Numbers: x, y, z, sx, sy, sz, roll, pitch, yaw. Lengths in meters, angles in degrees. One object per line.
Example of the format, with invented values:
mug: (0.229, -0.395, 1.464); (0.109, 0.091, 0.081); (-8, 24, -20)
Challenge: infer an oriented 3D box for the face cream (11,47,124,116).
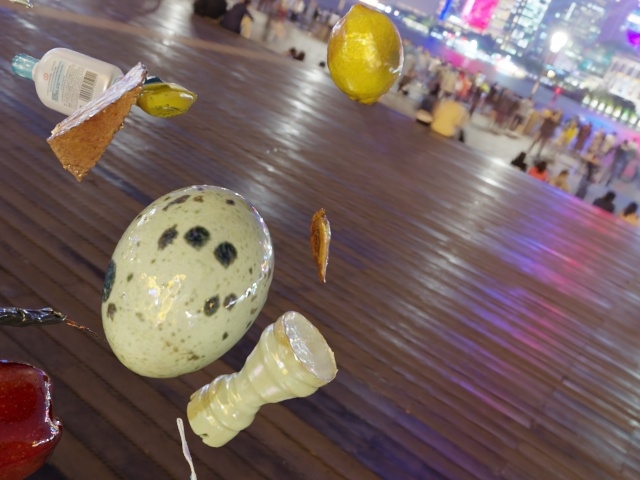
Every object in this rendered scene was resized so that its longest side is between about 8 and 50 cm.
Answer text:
face cream: (-0.656, -0.408, 1.832); (0.336, 0.163, 0.080); (22, 13, 22)

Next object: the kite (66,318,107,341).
kite: (-0.618, 0.221, 1.815); (0.190, 0.010, 0.159); (36, -20, -28)

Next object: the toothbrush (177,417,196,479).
toothbrush: (-0.252, 0.394, 1.338); (0.011, 0.013, 0.131); (14, 43, -43)

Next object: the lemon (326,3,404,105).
lemon: (0.117, -0.486, 1.867); (0.204, 0.260, 0.204); (-5, 18, 2)

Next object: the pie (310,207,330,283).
pie: (-0.001, 0.001, 1.729); (0.033, 0.191, 0.088); (-10, 24, -25)

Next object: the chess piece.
chess piece: (-0.187, 0.423, 2.084); (0.234, 0.442, 0.234); (44, 20, -21)

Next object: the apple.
apple: (-0.672, 0.356, 1.365); (0.316, 0.288, 0.288); (-6, 33, -36)

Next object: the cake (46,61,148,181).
cake: (-0.475, -0.270, 1.530); (0.112, 0.295, 0.116); (36, 23, -33)

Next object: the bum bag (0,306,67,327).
bum bag: (-0.619, 0.151, 1.452); (0.087, 0.049, 0.197); (-10, -15, 35)

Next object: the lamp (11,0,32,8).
lamp: (-0.664, -0.639, 1.674); (0.056, 0.198, 0.050); (22, 22, -44)

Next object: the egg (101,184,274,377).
egg: (-0.242, 0.070, 1.296); (0.287, 0.288, 0.379); (27, 55, 13)

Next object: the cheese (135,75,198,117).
cheese: (-0.430, -0.388, 1.915); (0.176, 0.069, 0.270); (-8, -6, 7)
